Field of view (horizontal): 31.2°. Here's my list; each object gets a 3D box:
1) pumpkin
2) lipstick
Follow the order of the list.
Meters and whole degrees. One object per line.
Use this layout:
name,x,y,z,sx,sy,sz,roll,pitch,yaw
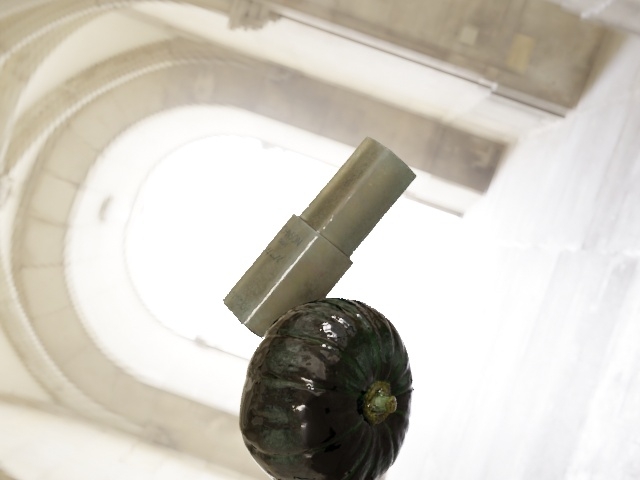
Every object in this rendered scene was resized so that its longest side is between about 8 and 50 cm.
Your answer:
pumpkin,0.013,0.154,1.120,0.202,0.140,0.202,-1,-88,-48
lipstick,0.000,0.000,1.290,0.253,0.077,0.079,-52,33,0
